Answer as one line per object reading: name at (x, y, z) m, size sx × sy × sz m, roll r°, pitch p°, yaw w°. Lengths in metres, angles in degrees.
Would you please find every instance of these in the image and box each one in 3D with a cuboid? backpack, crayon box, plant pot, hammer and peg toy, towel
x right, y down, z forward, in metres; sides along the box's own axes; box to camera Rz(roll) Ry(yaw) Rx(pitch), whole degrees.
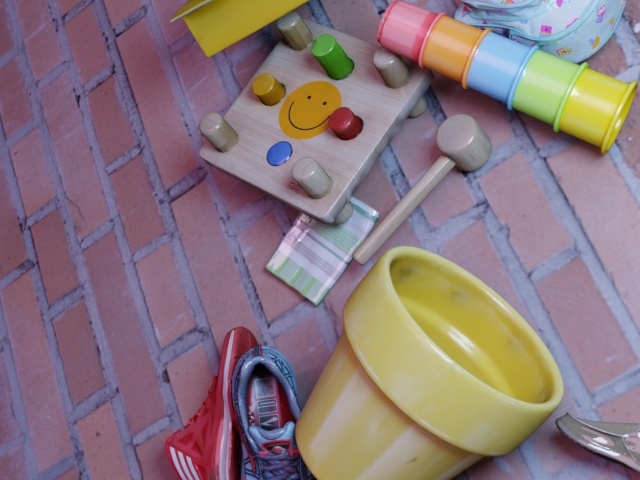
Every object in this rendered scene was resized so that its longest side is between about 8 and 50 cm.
backpack at (0.279, -0.311, 1.382) m, size 0.188 × 0.144 × 0.165 m, roll 25°, pitch 80°, yaw 33°
crayon box at (-0.074, -0.362, 1.543) m, size 0.202 × 0.081 × 0.318 m, roll -25°, pitch 19°, yaw 21°
plant pot at (0.104, 0.176, 1.244) m, size 0.239 × 0.254 × 0.254 m, roll -53°, pitch 52°, yaw 23°
hammer and peg toy at (0.024, -0.145, 1.456) m, size 0.361 × 0.127 × 0.266 m, roll 29°, pitch 79°, yaw 36°
towel at (0.000, 0.000, 1.497) m, size 0.113 × 0.023 × 0.152 m, roll 35°, pitch 91°, yaw 37°

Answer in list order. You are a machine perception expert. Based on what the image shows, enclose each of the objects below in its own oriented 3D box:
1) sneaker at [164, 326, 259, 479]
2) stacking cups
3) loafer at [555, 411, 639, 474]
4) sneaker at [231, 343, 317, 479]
sneaker at (-0.151, 0.225, 1.461) m, size 0.128 × 0.087 × 0.221 m, roll -7°, pitch 66°, yaw 27°
stacking cups at (0.219, -0.203, 1.345) m, size 0.316 × 0.096 × 0.096 m, roll 23°, pitch 84°, yaw 17°
loafer at (0.328, 0.219, 1.194) m, size 0.148 × 0.056 × 0.050 m, roll 24°, pitch 84°, yaw 26°
sneaker at (-0.060, 0.256, 1.333) m, size 0.104 × 0.125 × 0.261 m, roll -15°, pitch 80°, yaw -3°
